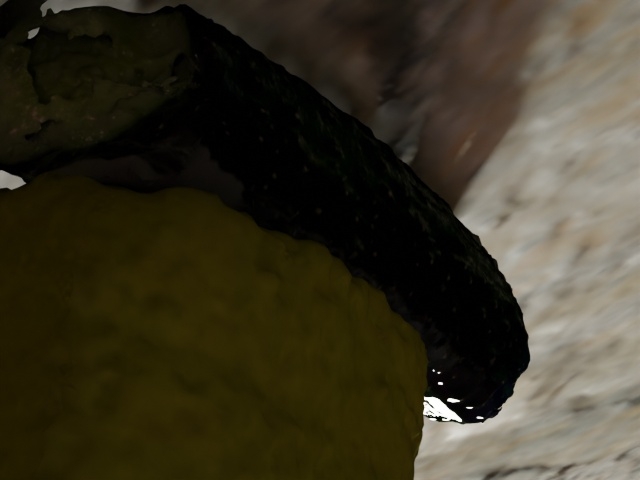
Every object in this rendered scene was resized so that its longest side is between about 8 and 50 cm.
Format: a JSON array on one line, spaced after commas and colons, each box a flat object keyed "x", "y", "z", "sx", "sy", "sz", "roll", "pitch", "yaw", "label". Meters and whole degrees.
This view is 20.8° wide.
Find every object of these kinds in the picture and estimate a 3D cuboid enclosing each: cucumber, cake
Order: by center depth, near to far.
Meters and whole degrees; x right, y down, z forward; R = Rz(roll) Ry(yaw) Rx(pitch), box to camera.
[{"x": -0.101, "y": 0.081, "z": 0.467, "sx": 0.261, "sy": 0.156, "sz": 0.179, "roll": -5, "pitch": 153, "yaw": 28, "label": "cake"}, {"x": 0.002, "y": -0.002, "z": 0.508, "sx": 0.067, "sy": 0.067, "sz": 0.245, "roll": -30, "pitch": 146, "yaw": 21, "label": "cucumber"}]
